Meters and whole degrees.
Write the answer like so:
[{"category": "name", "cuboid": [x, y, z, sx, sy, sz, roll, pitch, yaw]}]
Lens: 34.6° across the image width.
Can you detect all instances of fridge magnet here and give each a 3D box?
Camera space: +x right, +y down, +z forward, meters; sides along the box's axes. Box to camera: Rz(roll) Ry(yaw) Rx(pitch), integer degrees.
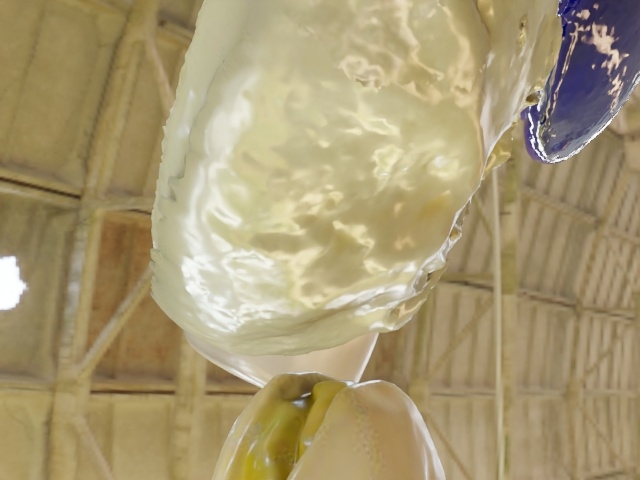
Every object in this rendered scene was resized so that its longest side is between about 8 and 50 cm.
[{"category": "fridge magnet", "cuboid": [0.269, -0.201, 1.022, 0.265, 0.112, 0.266, -43, -31, -34]}]

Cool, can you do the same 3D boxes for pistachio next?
[{"category": "pistachio", "cuboid": [0.006, 0.164, 0.499, 0.145, 0.117, 0.201, 6, -102, -44]}]

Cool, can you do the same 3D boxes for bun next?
[{"category": "bun", "cuboid": [0.025, -0.076, 0.449, 0.287, 0.146, 0.287, -162, 90, -88]}]

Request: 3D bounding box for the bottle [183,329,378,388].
[{"category": "bottle", "cuboid": [0.000, 0.000, 0.819, 0.147, 0.147, 0.237, 23, -89, -55]}]
